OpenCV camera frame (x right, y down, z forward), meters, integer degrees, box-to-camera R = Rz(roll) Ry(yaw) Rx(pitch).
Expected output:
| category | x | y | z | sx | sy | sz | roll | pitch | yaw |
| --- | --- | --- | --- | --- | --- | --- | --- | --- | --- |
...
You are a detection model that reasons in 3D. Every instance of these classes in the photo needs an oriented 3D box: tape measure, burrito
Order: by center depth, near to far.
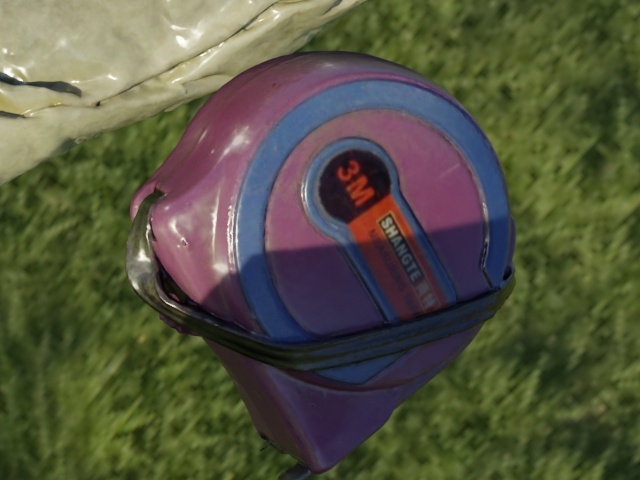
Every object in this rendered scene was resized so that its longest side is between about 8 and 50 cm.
| category | x | y | z | sx | sy | sz | roll | pitch | yaw |
| --- | --- | --- | --- | --- | --- | --- | --- | --- | --- |
| tape measure | 0.000 | 0.000 | 0.643 | 0.125 | 0.074 | 0.118 | -37 | 112 | -16 |
| burrito | -0.089 | -0.114 | 0.908 | 0.392 | 0.076 | 0.117 | -28 | 91 | -5 |
